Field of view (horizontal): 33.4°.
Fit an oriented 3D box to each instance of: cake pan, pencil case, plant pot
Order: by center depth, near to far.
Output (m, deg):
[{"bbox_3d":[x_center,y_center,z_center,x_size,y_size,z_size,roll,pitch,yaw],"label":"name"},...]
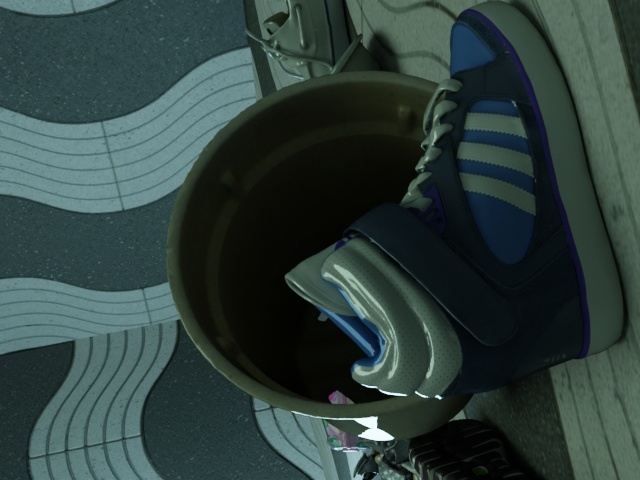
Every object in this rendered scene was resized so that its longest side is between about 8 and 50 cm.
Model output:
[{"bbox_3d":[0.050,0.055,1.059,0.305,0.334,0.333,70,-175,-63],"label":"plant pot"},{"bbox_3d":[-0.011,-0.151,1.468,0.054,0.293,0.293,36,176,-6],"label":"cake pan"},{"bbox_3d":[0.049,0.256,2.007,0.124,0.124,0.284,-121,22,-70],"label":"pencil case"}]

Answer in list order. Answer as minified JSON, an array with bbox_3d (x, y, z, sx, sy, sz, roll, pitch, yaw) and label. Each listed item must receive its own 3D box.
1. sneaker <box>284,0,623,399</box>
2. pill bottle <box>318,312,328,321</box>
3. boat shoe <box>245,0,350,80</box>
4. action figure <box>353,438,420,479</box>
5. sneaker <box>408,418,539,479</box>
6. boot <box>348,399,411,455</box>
[{"bbox_3d":[0.080,-0.035,0.840,0.130,0.236,0.322,97,160,-68],"label":"sneaker"},{"bbox_3d":[0.000,0.000,1.640,0.363,0.210,0.210,-123,24,-72],"label":"pill bottle"},{"bbox_3d":[-0.041,-0.329,1.676,0.136,0.157,0.367,-121,22,-71],"label":"boat shoe"},{"bbox_3d":[0.132,0.408,1.631,0.185,0.099,0.284,36,144,61],"label":"action figure"},{"bbox_3d":[0.176,0.310,1.163,0.281,0.107,0.162,-132,29,-75],"label":"sneaker"},{"bbox_3d":[0.092,0.254,1.780,0.203,0.095,0.261,-129,23,-76],"label":"boot"}]
